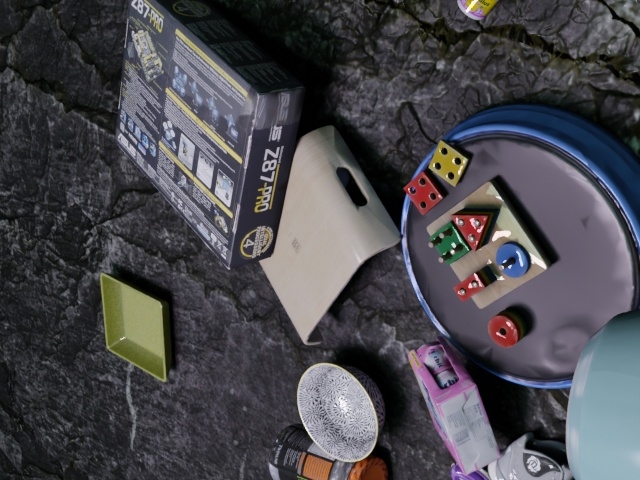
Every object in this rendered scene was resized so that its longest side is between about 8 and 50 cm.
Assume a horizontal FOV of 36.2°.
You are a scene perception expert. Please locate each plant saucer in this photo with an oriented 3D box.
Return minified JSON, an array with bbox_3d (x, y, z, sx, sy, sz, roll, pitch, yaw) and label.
[{"bbox_3d":[-0.364,0.167,1.986,0.188,0.045,0.188,22,124,35],"label":"plant saucer"}]

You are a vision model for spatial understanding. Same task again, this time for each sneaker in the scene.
[{"bbox_3d":[0.346,0.370,1.388,0.228,0.086,0.132,48,132,16],"label":"sneaker"},{"bbox_3d":[0.246,0.422,1.515,0.068,0.071,0.170,-25,91,47],"label":"sneaker"}]

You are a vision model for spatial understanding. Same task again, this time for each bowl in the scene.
[{"bbox_3d":[0.050,0.271,1.615,0.170,0.080,0.170,15,113,39],"label":"bowl"},{"bbox_3d":[0.379,0.198,1.090,0.163,0.311,0.311,6,113,32],"label":"bowl"},{"bbox_3d":[0.272,0.017,1.294,0.391,0.077,0.391,20,122,36],"label":"bowl"}]

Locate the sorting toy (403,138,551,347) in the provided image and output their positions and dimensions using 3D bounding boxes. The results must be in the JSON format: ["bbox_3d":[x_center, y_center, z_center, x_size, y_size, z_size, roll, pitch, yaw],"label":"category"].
[{"bbox_3d":[0.201,0.005,1.265,0.132,0.046,0.274,-39,81,46],"label":"sorting toy"}]

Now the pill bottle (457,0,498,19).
[{"bbox_3d":[0.209,-0.317,1.215,0.043,0.043,0.083,52,135,12],"label":"pill bottle"}]

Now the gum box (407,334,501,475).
[{"bbox_3d":[0.190,0.235,1.403,0.107,0.062,0.188,59,174,49],"label":"gum box"}]

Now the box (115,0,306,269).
[{"bbox_3d":[-0.193,-0.195,1.564,0.395,0.097,0.318,44,137,37],"label":"box"}]

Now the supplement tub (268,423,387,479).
[{"bbox_3d":[0.014,0.393,1.686,0.190,0.117,0.117,11,117,40],"label":"supplement tub"}]

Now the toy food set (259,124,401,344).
[{"bbox_3d":[0.000,0.000,1.524,0.219,0.092,0.306,60,144,23],"label":"toy food set"}]
